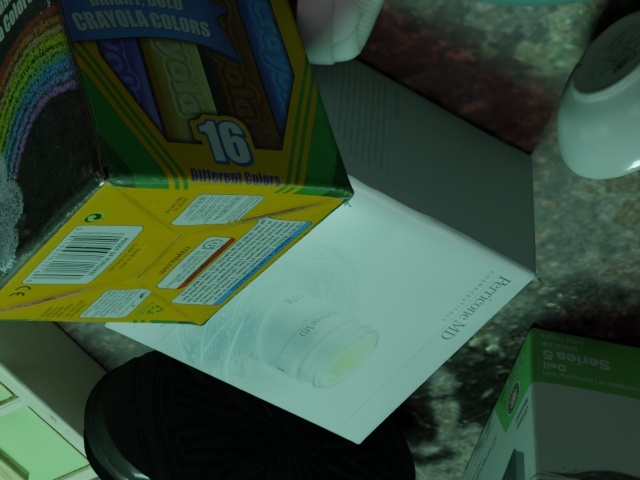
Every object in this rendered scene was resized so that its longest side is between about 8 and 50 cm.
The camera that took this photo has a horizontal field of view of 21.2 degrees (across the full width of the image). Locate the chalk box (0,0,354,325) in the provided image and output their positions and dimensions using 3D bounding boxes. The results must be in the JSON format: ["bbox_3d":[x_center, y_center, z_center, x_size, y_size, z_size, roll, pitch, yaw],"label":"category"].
[{"bbox_3d":[-0.133,-0.113,1.061,0.179,0.289,0.180,4,149,-38],"label":"chalk box"}]

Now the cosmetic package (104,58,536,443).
[{"bbox_3d":[0.000,0.000,1.228,0.225,0.138,0.224,26,130,-20],"label":"cosmetic package"}]

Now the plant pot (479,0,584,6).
[{"bbox_3d":[0.097,-0.238,0.832,0.293,0.196,0.293,8,120,15],"label":"plant pot"}]

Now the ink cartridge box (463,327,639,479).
[{"bbox_3d":[0.191,0.238,1.337,0.115,0.273,0.198,12,132,-6],"label":"ink cartridge box"}]

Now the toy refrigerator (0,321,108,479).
[{"bbox_3d":[-0.280,0.096,1.368,0.102,0.094,0.269,-24,127,24],"label":"toy refrigerator"}]

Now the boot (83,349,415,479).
[{"bbox_3d":[-0.114,0.218,1.381,0.260,0.131,0.348,-34,145,30],"label":"boot"}]

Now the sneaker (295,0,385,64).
[{"bbox_3d":[0.080,-0.217,1.041,0.169,0.108,0.292,11,131,-1],"label":"sneaker"}]

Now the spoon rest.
[{"bbox_3d":[0.264,-0.136,1.095,0.276,0.137,0.084,-40,116,22],"label":"spoon rest"}]
